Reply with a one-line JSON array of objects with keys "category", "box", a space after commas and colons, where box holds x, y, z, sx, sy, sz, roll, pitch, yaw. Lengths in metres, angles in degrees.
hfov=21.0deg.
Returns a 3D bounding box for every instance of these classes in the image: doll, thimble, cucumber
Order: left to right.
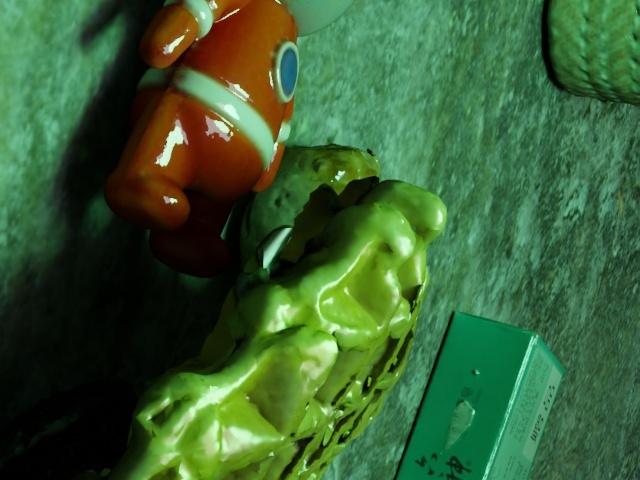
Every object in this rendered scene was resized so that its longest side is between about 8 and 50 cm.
[{"category": "cucumber", "box": [-0.180, 0.148, 0.978, 0.265, 0.077, 0.077, -32, 132, -59]}, {"category": "doll", "box": [-0.031, -0.144, 1.090, 0.336, 0.105, 0.200, -67, 155, -16]}, {"category": "thimble", "box": [0.332, -0.235, 1.789, 0.196, 0.148, 0.229, -60, 150, -30]}]

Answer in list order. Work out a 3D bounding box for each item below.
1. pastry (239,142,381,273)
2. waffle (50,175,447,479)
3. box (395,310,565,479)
[{"category": "pastry", "box": [-0.004, -0.002, 1.269, 0.153, 0.081, 0.153, 6, 90, -71]}, {"category": "waffle", "box": [-0.059, 0.140, 1.077, 0.382, 0.095, 0.379, -48, 169, -21]}, {"category": "box", "box": [0.154, 0.210, 1.731, 0.245, 0.092, 0.153, -68, 157, -12]}]
